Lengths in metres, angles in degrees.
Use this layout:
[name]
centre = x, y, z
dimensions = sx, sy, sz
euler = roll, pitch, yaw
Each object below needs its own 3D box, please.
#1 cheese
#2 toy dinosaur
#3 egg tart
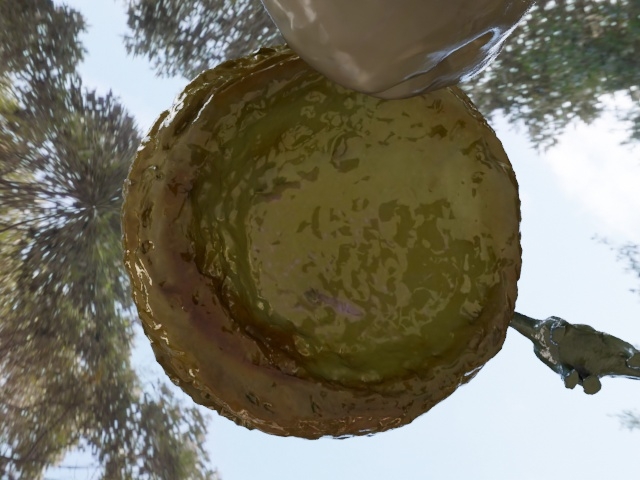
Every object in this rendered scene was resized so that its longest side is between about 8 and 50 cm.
[cheese]
centre = 0.038, -0.182, 0.575
dimensions = 0.235, 0.117, 0.218
euler = 14, -131, -33
[toy dinosaur]
centre = 0.333, 0.139, 1.263
dimensions = 0.362, 0.147, 0.077
euler = 22, -80, -6
[egg tart]
centre = 0.000, 0.000, 0.694
dimensions = 0.294, 0.123, 0.294
euler = 4, -101, -22
